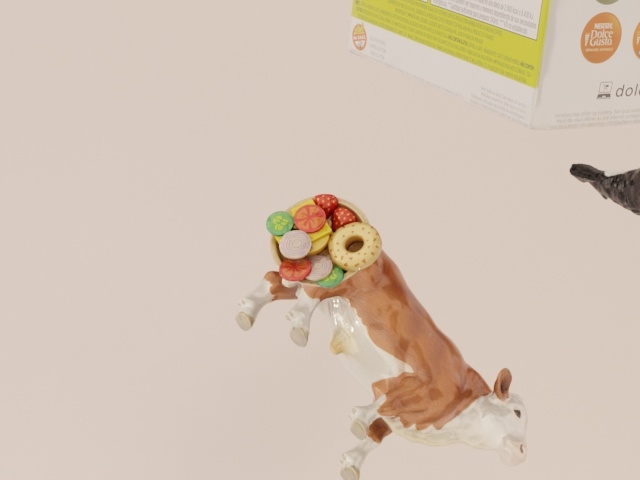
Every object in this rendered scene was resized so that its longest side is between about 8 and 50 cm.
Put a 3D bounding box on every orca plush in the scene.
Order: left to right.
[{"bbox_3d":[0.434,-0.065,1.636,0.102,0.287,0.151,-45,-49,-37],"label":"orca plush"}]

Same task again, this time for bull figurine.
[{"bbox_3d":[0.065,0.118,1.291,0.188,0.101,0.310,-30,-103,-39],"label":"bull figurine"}]

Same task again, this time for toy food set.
[{"bbox_3d":[0.000,0.000,1.027,0.083,0.020,0.083,-28,-118,-9],"label":"toy food set"}]

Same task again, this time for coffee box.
[{"bbox_3d":[0.272,-0.329,1.426,0.338,0.338,0.334,-7,-67,-31],"label":"coffee box"}]
